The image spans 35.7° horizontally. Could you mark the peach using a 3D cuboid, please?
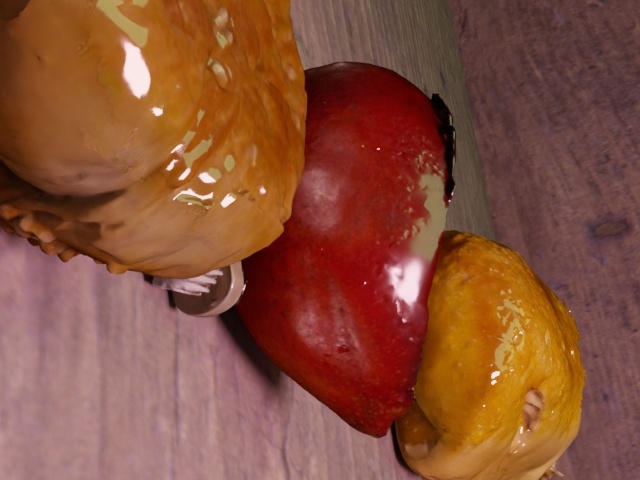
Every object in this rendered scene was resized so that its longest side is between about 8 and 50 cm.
[{"bbox_3d":[0.000,0.000,0.945,0.257,0.201,0.361,126,-31,-73],"label":"peach"}]

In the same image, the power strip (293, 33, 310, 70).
[{"bbox_3d":[-0.043,-0.221,1.232,0.075,0.042,0.175,-12,87,-71],"label":"power strip"}]

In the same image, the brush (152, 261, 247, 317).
[{"bbox_3d":[-0.130,-0.096,0.839,0.065,0.070,0.327,19,56,-57],"label":"brush"}]

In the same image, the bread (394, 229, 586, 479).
[{"bbox_3d":[0.233,0.167,1.416,0.394,0.250,0.361,40,37,-59],"label":"bread"}]

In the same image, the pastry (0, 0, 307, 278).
[{"bbox_3d":[-0.133,-0.119,0.634,0.315,0.184,0.284,53,34,-52],"label":"pastry"}]
